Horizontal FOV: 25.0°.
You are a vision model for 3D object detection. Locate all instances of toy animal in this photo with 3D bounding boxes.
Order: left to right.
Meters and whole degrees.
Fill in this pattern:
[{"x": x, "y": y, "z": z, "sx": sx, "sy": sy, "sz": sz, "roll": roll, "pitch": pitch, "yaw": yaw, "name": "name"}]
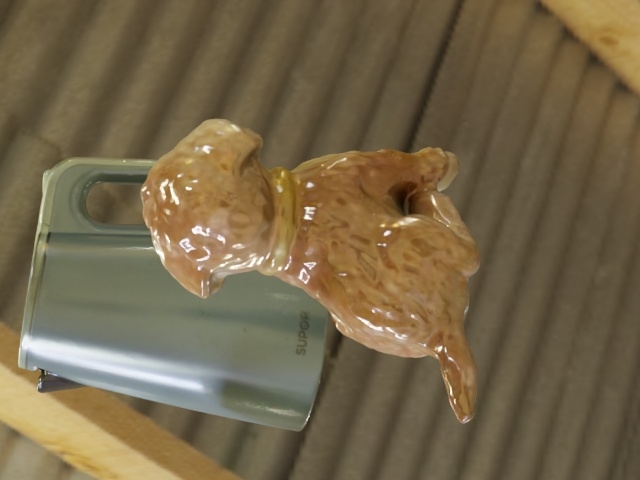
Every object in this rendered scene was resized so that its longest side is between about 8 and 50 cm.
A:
[{"x": -0.005, "y": 0.014, "z": 0.807, "sx": 0.185, "sy": 0.104, "sz": 0.184, "roll": 15, "pitch": -139, "yaw": -29, "name": "toy animal"}]

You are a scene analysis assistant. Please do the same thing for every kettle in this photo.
[{"x": -0.119, "y": 0.036, "z": 1.194, "sx": 0.243, "sy": 0.160, "sz": 0.211, "roll": 9, "pitch": -91, "yaw": -10, "name": "kettle"}]
